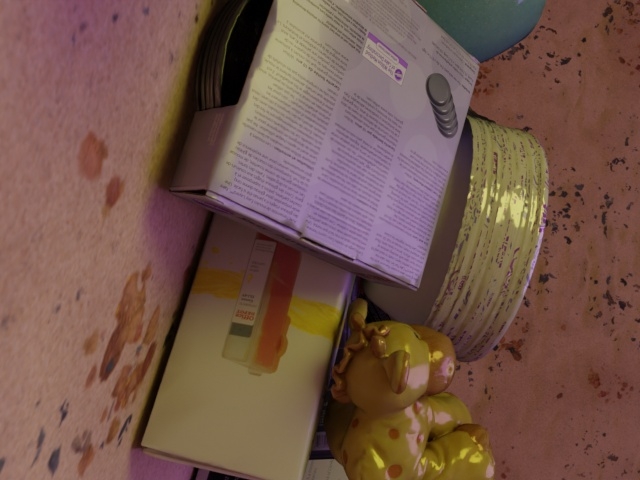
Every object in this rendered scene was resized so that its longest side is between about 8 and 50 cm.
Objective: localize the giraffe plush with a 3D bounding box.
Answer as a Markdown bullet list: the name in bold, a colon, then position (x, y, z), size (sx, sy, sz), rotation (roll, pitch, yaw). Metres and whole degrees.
- **giraffe plush**: position (0.069, 0.149, 0.596), size (0.210, 0.181, 0.171), rotation (-16, 114, -43)

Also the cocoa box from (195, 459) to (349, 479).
- **cocoa box**: position (-0.055, 0.335, 1.022), size (0.228, 0.231, 0.347), rotation (96, 9, -62)

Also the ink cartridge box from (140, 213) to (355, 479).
- **ink cartridge box**: position (-0.048, 0.073, 0.732), size (0.279, 0.160, 0.385), rotation (92, 13, -73)

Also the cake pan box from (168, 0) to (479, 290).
- **cake pan box**: position (0.019, -0.108, 0.540), size (0.070, 0.267, 0.246), rotation (3, -105, 48)

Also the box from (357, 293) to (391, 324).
- **box**: position (0.100, 0.026, 1.059), size (0.322, 0.079, 0.257), rotation (63, -26, 26)

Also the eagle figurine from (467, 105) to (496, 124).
- **eagle figurine**: position (0.149, -0.295, 1.100), size (0.225, 0.298, 0.226), rotation (-78, 158, -67)

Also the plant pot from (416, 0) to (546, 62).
- **plant pot**: position (0.075, -0.295, 0.690), size (0.195, 0.290, 0.290), rotation (-37, 168, -9)

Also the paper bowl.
- **paper bowl**: position (0.141, -0.009, 0.735), size (0.284, 0.148, 0.284), rotation (-165, -90, -86)

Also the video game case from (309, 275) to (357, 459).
- **video game case**: position (-0.035, 0.176, 0.894), size (0.026, 0.196, 0.274), rotation (34, 51, -44)

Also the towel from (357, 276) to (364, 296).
- **towel**: position (0.036, -0.099, 0.994), size (0.237, 0.037, 0.329), rotation (52, -35, 40)
